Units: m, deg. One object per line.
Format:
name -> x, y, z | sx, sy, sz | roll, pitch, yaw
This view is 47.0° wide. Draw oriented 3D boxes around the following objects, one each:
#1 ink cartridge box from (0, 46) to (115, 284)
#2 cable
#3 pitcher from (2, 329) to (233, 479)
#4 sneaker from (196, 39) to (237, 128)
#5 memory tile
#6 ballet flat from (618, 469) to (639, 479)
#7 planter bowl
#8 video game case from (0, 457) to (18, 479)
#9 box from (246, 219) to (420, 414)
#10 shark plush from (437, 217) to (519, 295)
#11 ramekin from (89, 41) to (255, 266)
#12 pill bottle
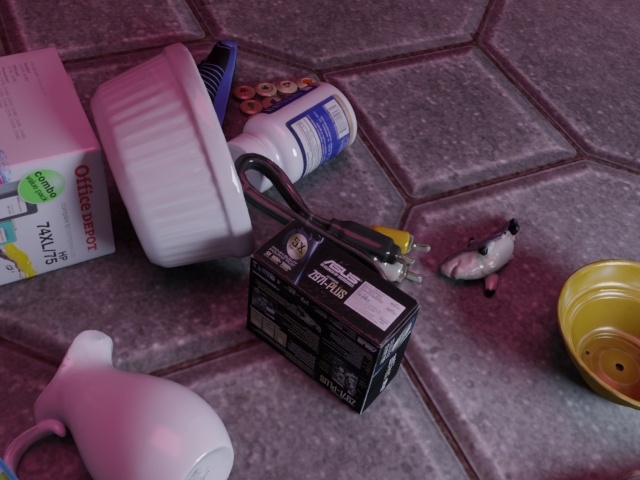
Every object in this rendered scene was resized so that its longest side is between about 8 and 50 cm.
ink cartridge box -> -0.412, -0.076, 0.884 | 0.270, 0.198, 0.197 | -18, 56, -22
cable -> 0.000, 0.000, 0.948 | 0.287, 0.072, 0.139 | 25, 63, 1
pitcher -> -0.206, 0.209, 0.735 | 0.207, 0.125, 0.178 | 26, 71, 28
sneaker -> -0.184, -0.237, 1.138 | 0.090, 0.081, 0.232 | 11, 49, -8
memory tile -> -0.059, -0.223, 1.190 | 0.148, 0.012, 0.113 | -12, 52, -19
ballet flat -> 0.368, 0.277, 0.794 | 0.213, 0.072, 0.068 | -3, 22, -12
planter bowl -> 0.378, 0.134, 0.892 | 0.217, 0.090, 0.217 | 4, 48, -4
video game case -> -0.332, 0.287, 0.659 | 0.119, 0.015, 0.166 | 53, 51, -3
box -> 0.008, 0.088, 0.840 | 0.180, 0.147, 0.077 | 34, 53, 21
shark plush -> 0.228, 0.002, 1.012 | 0.067, 0.073, 0.161 | 8, 45, 41
ramekin -> -0.183, -0.091, 0.901 | 0.127, 0.273, 0.273 | -21, 54, -10
pill bottle -> -0.047, -0.143, 1.056 | 0.112, 0.112, 0.186 | 38, 54, 23
